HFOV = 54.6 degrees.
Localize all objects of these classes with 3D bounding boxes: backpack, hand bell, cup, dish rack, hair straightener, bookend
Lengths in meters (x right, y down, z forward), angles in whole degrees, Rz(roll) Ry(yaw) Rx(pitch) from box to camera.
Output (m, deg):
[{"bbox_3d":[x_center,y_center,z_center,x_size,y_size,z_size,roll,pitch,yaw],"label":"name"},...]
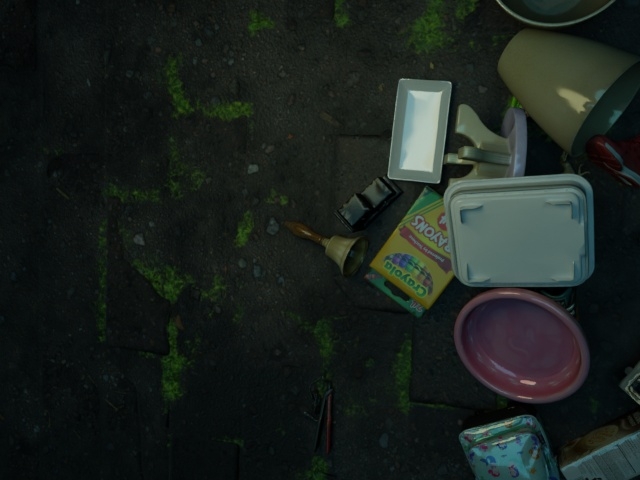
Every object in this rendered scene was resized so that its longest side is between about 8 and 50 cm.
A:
[{"bbox_3d":[0.495,0.575,1.593,0.225,0.191,0.254,-20,93,16],"label":"backpack"},{"bbox_3d":[0.000,0.000,1.749,0.242,0.126,0.126,26,101,26],"label":"hand bell"},{"bbox_3d":[0.552,-0.638,1.448,0.330,0.237,0.331,1,93,17],"label":"cup"},{"bbox_3d":[0.459,-0.006,1.447,0.332,0.072,0.286,-2,115,22],"label":"dish rack"},{"bbox_3d":[-0.009,0.503,1.801,0.089,0.047,0.231,3,95,16],"label":"hair straightener"},{"bbox_3d":[0.131,-0.102,1.658,0.157,0.156,0.072,-44,81,14],"label":"bookend"}]

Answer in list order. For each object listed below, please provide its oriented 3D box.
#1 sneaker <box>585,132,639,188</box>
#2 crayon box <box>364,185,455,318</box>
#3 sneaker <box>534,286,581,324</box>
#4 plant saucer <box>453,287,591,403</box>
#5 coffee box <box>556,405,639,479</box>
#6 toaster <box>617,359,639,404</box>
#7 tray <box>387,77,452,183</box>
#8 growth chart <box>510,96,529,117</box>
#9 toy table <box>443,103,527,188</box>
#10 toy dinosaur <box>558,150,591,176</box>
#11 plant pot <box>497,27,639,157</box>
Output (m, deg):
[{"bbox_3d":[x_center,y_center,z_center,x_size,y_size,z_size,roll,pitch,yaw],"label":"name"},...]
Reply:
[{"bbox_3d":[0.722,-0.226,1.474,0.087,0.221,0.128,31,92,52],"label":"sneaker"},{"bbox_3d":[0.277,0.038,1.664,0.202,0.081,0.319,36,104,11],"label":"crayon box"},{"bbox_3d":[0.592,0.167,1.559,0.108,0.121,0.302,-14,90,17],"label":"sneaker"},{"bbox_3d":[0.506,0.254,1.557,0.332,0.084,0.332,17,125,25],"label":"plant saucer"},{"bbox_3d":[0.725,0.527,1.538,0.246,0.141,0.098,-34,83,15],"label":"coffee box"},{"bbox_3d":[0.832,0.345,1.470,0.168,0.110,0.186,-54,43,14],"label":"toaster"},{"bbox_3d":[0.268,-0.294,1.668,0.145,0.030,0.271,8,97,17],"label":"tray"},{"bbox_3d":[0.605,-0.375,1.567,0.237,0.021,0.172,9,96,15],"label":"growth chart"},{"bbox_3d":[0.406,-0.197,1.537,0.160,0.252,0.275,6,82,0],"label":"toy table"},{"bbox_3d":[0.632,-0.131,1.571,0.092,0.053,0.183,9,89,31],"label":"toy dinosaur"},{"bbox_3d":[0.566,-0.379,1.460,0.274,0.256,0.256,44,105,26],"label":"plant pot"}]
